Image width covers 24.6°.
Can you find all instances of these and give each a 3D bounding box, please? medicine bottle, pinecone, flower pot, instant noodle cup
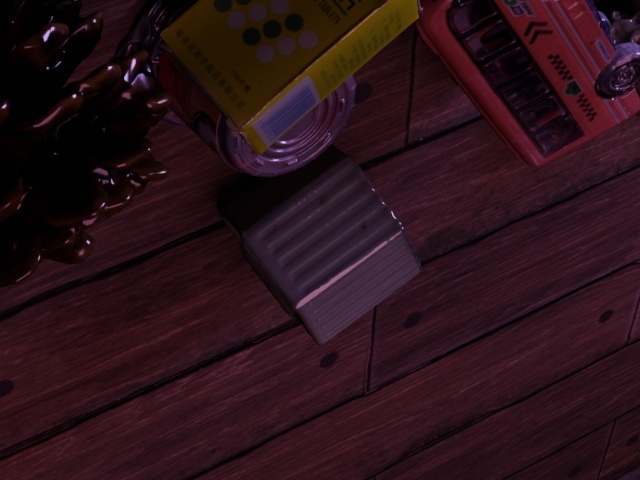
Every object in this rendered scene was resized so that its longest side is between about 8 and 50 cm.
[{"bbox_3d":[-0.026,-0.225,1.547,0.250,0.137,0.141,-41,168,-2],"label":"medicine bottle"},{"bbox_3d":[-0.360,-0.105,1.439,0.398,0.398,0.397,-25,143,-20],"label":"pinecone"},{"bbox_3d":[0.000,0.000,1.993,0.189,0.239,0.209,-37,114,-6],"label":"flower pot"},{"bbox_3d":[-0.074,-0.193,1.730,0.302,0.181,0.258,-30,143,-13],"label":"instant noodle cup"}]

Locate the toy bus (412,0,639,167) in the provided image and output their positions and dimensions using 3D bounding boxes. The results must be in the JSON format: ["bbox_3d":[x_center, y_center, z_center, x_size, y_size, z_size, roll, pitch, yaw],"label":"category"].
[{"bbox_3d":[0.241,-0.286,1.864,0.233,0.203,0.427,-34,142,11],"label":"toy bus"}]

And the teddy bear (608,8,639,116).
[{"bbox_3d":[0.586,-0.337,2.207,0.357,0.224,0.367,-54,158,18],"label":"teddy bear"}]
